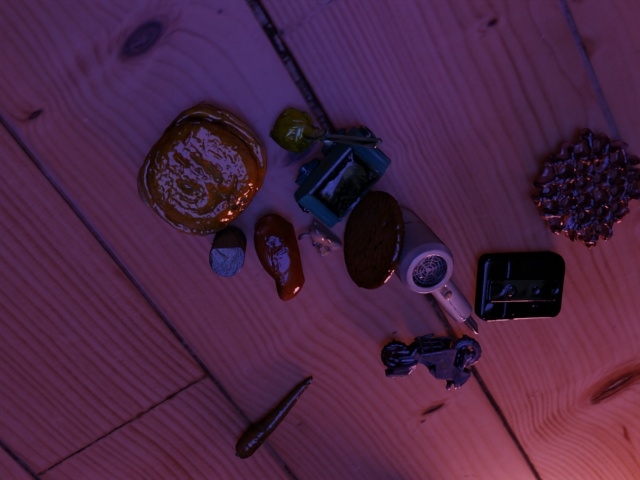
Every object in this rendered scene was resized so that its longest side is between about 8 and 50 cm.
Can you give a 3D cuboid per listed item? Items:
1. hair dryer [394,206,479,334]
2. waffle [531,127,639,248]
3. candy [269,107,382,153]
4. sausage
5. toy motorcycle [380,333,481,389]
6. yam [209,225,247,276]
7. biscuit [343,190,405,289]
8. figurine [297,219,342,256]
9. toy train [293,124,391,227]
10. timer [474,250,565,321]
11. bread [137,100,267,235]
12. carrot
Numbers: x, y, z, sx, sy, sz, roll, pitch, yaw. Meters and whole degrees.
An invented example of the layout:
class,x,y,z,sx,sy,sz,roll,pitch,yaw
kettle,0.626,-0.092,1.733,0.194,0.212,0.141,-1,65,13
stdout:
class,x,y,z,sx,sy,sz,roll,pitch,yaw
hair dryer,0.249,0.095,1.119,0.107,0.173,0.357,-40,121,8
waffle,0.535,-0.105,1.115,0.234,0.055,0.221,27,104,-19
candy,0.008,-0.178,0.951,0.073,0.262,0.077,-53,129,-16
sausage,-0.076,0.035,1.093,0.089,0.089,0.179,-16,110,1
toy motorcycle,0.240,0.267,1.211,0.215,0.080,0.122,-4,108,2
yam,-0.172,0.016,1.038,0.068,0.169,0.068,-1,100,-7
biscuit,0.099,0.000,1.046,0.027,0.188,0.188,7,110,-28
figurine,0.000,0.000,1.113,0.083,0.047,0.050,38,118,-23
toy train,0.033,-0.118,1.012,0.107,0.154,0.198,39,101,-19
timer,0.421,0.097,1.164,0.187,0.055,0.144,-2,102,-9
bread,-0.211,-0.120,1.006,0.198,0.120,0.236,37,103,-18
carrot,-0.103,0.394,1.245,0.049,0.049,0.254,41,97,-17
